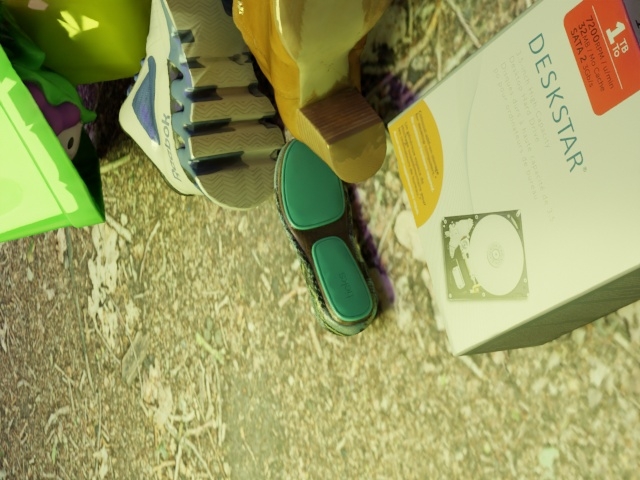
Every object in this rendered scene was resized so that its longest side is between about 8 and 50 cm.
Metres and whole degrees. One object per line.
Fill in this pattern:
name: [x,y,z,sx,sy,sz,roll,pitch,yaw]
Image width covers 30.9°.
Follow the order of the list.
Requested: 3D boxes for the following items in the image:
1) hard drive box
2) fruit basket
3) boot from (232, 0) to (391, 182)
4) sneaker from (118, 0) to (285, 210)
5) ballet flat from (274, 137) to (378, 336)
hard drive box: [0.160,-0.047,0.742,0.232,0.089,0.181,-38,62,52]
fruit basket: [-0.297,-0.189,1.317,0.392,0.392,0.283,7,128,57]
boot: [-0.023,-0.206,0.938,0.211,0.104,0.295,-125,21,-45]
sneaker: [-0.140,-0.181,1.160,0.182,0.127,0.316,-5,90,55]
ballet flat: [0.000,0.000,1.024,0.070,0.070,0.188,-43,54,50]
